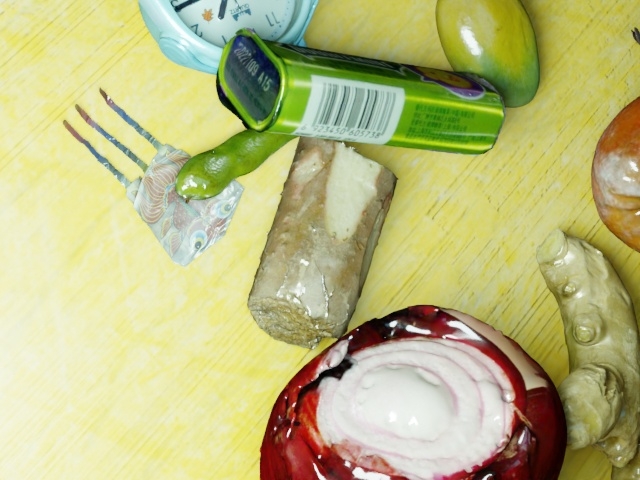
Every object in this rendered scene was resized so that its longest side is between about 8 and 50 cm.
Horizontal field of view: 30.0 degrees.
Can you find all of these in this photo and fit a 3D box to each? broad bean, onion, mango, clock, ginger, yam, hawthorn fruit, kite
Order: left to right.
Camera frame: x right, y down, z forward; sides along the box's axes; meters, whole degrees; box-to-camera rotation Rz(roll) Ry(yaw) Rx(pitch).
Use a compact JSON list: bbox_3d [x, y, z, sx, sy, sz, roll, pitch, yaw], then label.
[{"bbox_3d":[-0.194,-0.084,1.387,0.229,0.016,0.127,46,65,-15],"label":"kite"},{"bbox_3d":[-0.119,-0.300,1.408,0.224,0.094,0.274,-27,96,-24],"label":"clock"},{"bbox_3d":[-0.075,-0.117,1.422,0.052,0.052,0.256,36,59,28],"label":"broad bean"},{"bbox_3d":[0.000,0.001,1.401,0.129,0.128,0.238,14,73,20],"label":"yam"},{"bbox_3d":[0.089,0.245,1.311,0.341,0.341,0.341,4,81,-24],"label":"onion"},{"bbox_3d":[0.223,-0.260,1.560,0.130,0.092,0.194,-45,110,-25],"label":"mango"},{"bbox_3d":[0.383,0.192,1.542,0.363,0.122,0.348,46,41,-34],"label":"ginger"},{"bbox_3d":[0.467,-0.101,1.577,0.231,0.263,0.235,-22,133,6],"label":"hawthorn fruit"}]

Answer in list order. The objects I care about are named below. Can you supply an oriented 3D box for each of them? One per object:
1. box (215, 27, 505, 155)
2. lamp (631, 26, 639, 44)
[{"bbox_3d":[0.052,-0.170,1.398,0.346,0.134,0.097,3,116,-38],"label":"box"},{"bbox_3d":[0.556,-0.311,1.634,0.265,0.233,0.233,-6,85,-38],"label":"lamp"}]
